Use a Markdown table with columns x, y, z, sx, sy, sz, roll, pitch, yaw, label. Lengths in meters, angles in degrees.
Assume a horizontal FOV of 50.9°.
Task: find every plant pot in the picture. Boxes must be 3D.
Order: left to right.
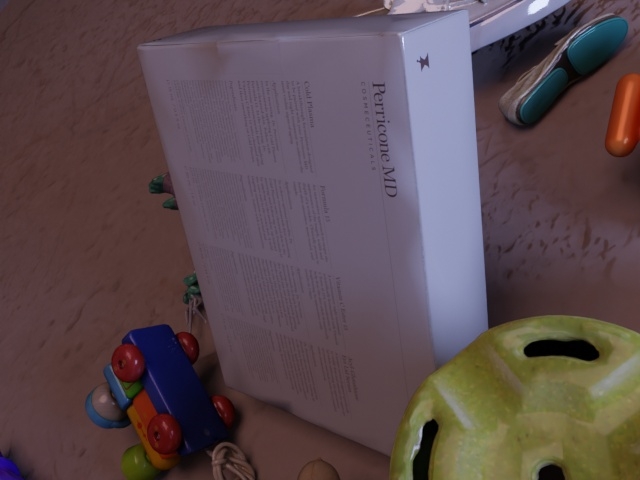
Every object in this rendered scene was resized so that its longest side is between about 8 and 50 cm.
| x | y | z | sx | sy | sz | roll | pitch | yaw | label |
| --- | --- | --- | --- | --- | --- | --- | --- | --- | --- |
| 0.176 | 0.178 | 0.430 | 0.276 | 0.254 | 0.276 | -18 | 51 | 24 | plant pot |

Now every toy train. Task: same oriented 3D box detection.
| x | y | z | sx | sy | sz | roll | pitch | yaw | label |
| --- | --- | --- | --- | --- | --- | --- | --- | --- | --- |
| -0.169 | 0.232 | 0.750 | 0.143 | 0.105 | 0.248 | -43 | 69 | 28 | toy train |

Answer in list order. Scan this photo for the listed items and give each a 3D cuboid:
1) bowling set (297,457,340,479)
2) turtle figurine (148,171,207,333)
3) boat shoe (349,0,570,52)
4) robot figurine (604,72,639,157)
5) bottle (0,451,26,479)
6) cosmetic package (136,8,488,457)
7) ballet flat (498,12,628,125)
| x | y | z | sx | sy | sz | roll | pitch | yaw | label |
| --- | --- | --- | --- | --- | --- | --- | --- | --- | --- |
| 0.040 | 0.288 | 0.484 | 0.199 | 0.154 | 0.287 | 5 | 26 | 11 | bowling set |
| -0.135 | 0.031 | 0.840 | 0.118 | 0.175 | 0.234 | -21 | 74 | -21 | turtle figurine |
| 0.121 | -0.301 | 0.850 | 0.367 | 0.156 | 0.136 | -14 | 20 | 31 | boat shoe |
| 0.354 | -0.107 | 0.596 | 0.128 | 0.158 | 0.219 | 132 | 156 | -61 | robot figurine |
| -0.398 | 0.349 | 0.816 | 0.118 | 0.092 | 0.283 | -48 | 46 | -2 | bottle |
| 0.000 | 0.000 | 0.605 | 0.284 | 0.377 | 0.097 | 14 | 33 | 41 | cosmetic package |
| 0.272 | -0.202 | 0.769 | 0.168 | 0.057 | 0.052 | -41 | 36 | 3 | ballet flat |
